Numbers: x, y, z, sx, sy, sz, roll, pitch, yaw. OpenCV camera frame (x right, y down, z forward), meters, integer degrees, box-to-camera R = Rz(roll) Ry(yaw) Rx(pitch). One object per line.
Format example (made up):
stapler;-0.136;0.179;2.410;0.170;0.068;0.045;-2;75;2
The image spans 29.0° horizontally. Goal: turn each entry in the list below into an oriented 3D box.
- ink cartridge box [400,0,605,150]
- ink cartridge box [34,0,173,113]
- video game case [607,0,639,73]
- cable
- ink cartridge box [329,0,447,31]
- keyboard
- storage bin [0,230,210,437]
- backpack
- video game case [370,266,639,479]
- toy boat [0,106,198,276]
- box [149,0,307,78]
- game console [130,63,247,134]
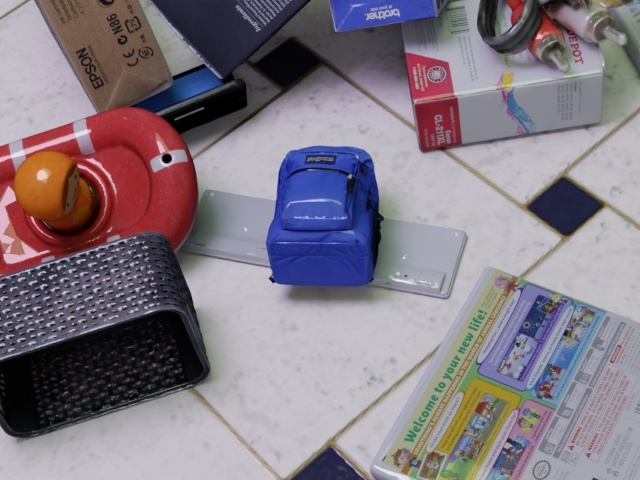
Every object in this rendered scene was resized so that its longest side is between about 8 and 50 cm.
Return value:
ink cartridge box;0.169;-0.164;1.167;0.175;0.072;0.127;-8;51;5
ink cartridge box;-0.245;-0.264;1.199;0.088;0.235;0.193;-29;40;-8
video game case;0.411;-0.317;1.258;0.300;0.036;0.329;-16;53;-1
cable;0.182;-0.249;1.167;0.139;0.072;0.287;-37;40;3
ink cartridge box;0.080;-0.253;1.199;0.097;0.046;0.207;-5;22;18
keyboard;0.000;0.000;1.118;0.256;0.014;0.072;10;51;17
storage bin;-0.194;0.079;1.025;0.180;0.122;0.084;-17;53;-2
backpack;0.008;-0.032;1.070;0.098;0.101;0.120;5;46;5
video game case;0.173;0.136;0.977;0.193;0.023;0.212;21;61;24
toy boat;-0.223;-0.037;1.079;0.231;0.151;0.151;-19;79;-3
box;-0.040;-0.273;1.174;0.207;0.108;0.153;-38;10;30
game console;-0.140;-0.145;1.215;0.122;0.107;0.071;-24;82;-6
